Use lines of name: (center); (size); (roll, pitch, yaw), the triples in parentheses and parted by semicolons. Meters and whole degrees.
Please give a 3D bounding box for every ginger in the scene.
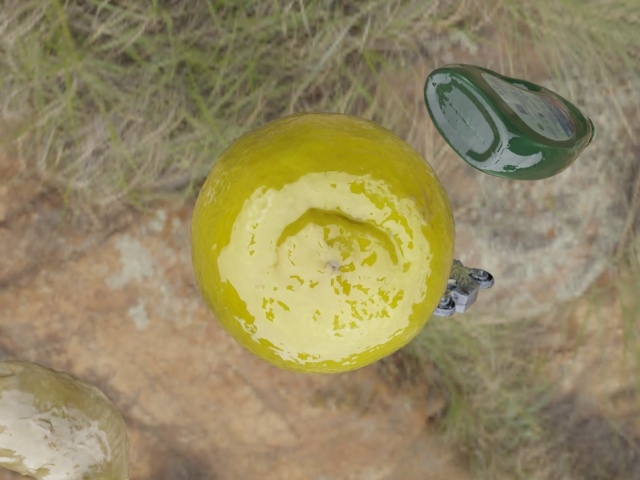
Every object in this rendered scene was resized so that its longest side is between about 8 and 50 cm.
ginger: (-0.319, 0.222, 1.452); (0.267, 0.152, 0.138); (44, 141, -19)

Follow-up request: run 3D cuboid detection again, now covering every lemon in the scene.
lemon: (0.000, 0.000, 1.541); (0.348, 0.348, 0.348); (2, 133, 2)

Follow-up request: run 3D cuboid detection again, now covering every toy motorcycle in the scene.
toy motorcycle: (0.202, 0.071, 2.087); (0.124, 0.193, 0.061); (25, 120, 26)

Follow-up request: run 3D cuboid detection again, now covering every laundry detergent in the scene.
laundry detergent: (0.194, -0.115, 1.198); (0.211, 0.137, 0.063); (-4, 136, -48)
